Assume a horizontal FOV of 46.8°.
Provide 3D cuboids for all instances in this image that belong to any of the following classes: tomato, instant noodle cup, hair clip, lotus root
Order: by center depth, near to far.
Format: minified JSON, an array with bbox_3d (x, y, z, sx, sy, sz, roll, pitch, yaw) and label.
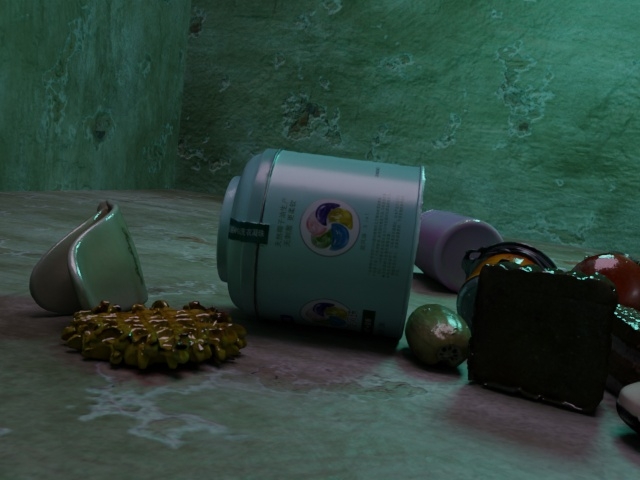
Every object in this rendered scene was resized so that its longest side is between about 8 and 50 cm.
[{"bbox_3d":[0.174,0.137,1.114,0.090,0.077,0.183,7,8,0],"label":"lotus root"},{"bbox_3d":[-0.339,0.036,1.156,0.113,0.173,0.282,-11,12,19],"label":"hair clip"},{"bbox_3d":[0.308,0.101,1.247,0.208,0.178,0.125,25,28,26],"label":"instant noodle cup"},{"bbox_3d":[0.559,0.101,1.469,0.167,0.167,0.167,7,7,-1],"label":"tomato"}]

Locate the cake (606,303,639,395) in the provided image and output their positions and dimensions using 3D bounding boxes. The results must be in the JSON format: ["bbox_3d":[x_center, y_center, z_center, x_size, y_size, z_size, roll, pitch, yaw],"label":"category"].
[{"bbox_3d":[0.426,0.158,1.021,0.112,0.116,0.295,5,7,-17],"label":"cake"}]

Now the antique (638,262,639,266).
[{"bbox_3d":[0.793,0.113,1.514,0.223,0.129,0.278,-26,31,-32],"label":"antique"}]

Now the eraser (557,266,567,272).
[{"bbox_3d":[0.479,0.107,1.552,0.026,0.105,0.065,1,8,-40],"label":"eraser"}]

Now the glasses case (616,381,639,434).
[{"bbox_3d":[0.498,0.209,0.834,0.314,0.075,0.122,7,10,6],"label":"glasses case"}]

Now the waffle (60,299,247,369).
[{"bbox_3d":[-0.219,0.122,0.994,0.231,0.051,0.228,9,10,23],"label":"waffle"}]

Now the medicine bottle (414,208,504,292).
[{"bbox_3d":[0.323,0.020,1.827,0.178,0.178,0.290,6,6,-9],"label":"medicine bottle"}]

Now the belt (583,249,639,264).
[{"bbox_3d":[0.829,0.090,2.099,0.126,0.094,0.359,16,12,30],"label":"belt"}]

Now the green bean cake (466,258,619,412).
[{"bbox_3d":[0.297,0.120,0.981,0.181,0.173,0.094,7,8,28],"label":"green bean cake"}]

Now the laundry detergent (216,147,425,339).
[{"bbox_3d":[0.000,0.000,1.207,0.305,0.287,0.287,7,7,5],"label":"laundry detergent"}]
